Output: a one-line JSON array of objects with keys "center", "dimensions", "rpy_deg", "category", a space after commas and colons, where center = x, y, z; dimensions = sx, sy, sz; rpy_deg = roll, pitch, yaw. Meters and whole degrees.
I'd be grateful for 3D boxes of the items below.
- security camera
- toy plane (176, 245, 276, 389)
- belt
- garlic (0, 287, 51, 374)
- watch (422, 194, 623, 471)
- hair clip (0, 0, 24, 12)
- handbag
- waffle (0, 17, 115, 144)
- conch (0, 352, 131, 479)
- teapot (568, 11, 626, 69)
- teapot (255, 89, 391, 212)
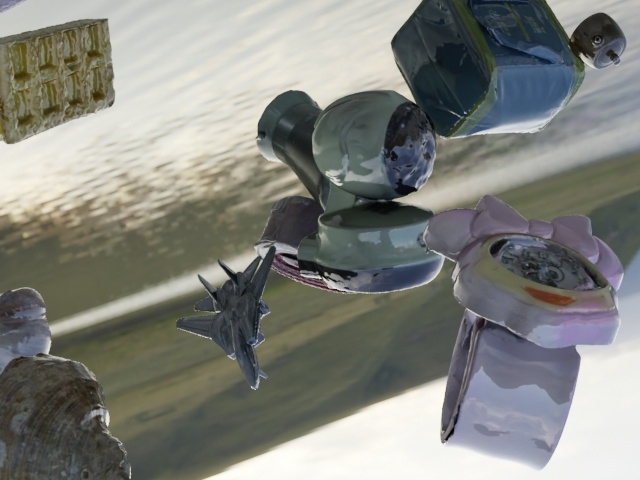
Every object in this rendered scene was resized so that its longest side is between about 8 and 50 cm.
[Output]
[{"center": [0.080, -0.079, 1.629], "dimensions": [0.191, 0.277, 0.197], "rpy_deg": [6, -164, 36], "category": "security camera"}, {"center": [-0.118, 0.142, 1.742], "dimensions": [0.212, 0.267, 0.088], "rpy_deg": [-38, 133, 12], "category": "toy plane"}, {"center": [0.000, 0.000, 1.909], "dimensions": [0.201, 0.124, 0.128], "rpy_deg": [17, 151, 7], "category": "belt"}, {"center": [-0.608, 0.174, 2.004], "dimensions": [0.257, 0.207, 0.207], "rpy_deg": [-10, -176, 39], "category": "garlic"}, {"center": [0.186, 0.100, 1.150], "dimensions": [0.211, 0.217, 0.248], "rpy_deg": [15, -154, 0], "category": "watch"}, {"center": [-0.503, -0.365, 1.593], "dimensions": [0.359, 0.095, 0.110], "rpy_deg": [-17, 174, 8], "category": "hair clip"}, {"center": [0.290, -0.312, 1.961], "dimensions": [0.241, 0.263, 0.222], "rpy_deg": [-12, 153, -35], "category": "handbag"}, {"center": [-0.456, -0.275, 1.904], "dimensions": [0.057, 0.168, 0.274], "rpy_deg": [12, -154, 29], "category": "waffle"}, {"center": [-0.353, 0.322, 1.455], "dimensions": [0.210, 0.297, 0.352], "rpy_deg": [-15, -147, -16], "category": "conch"}, {"center": [0.425, -0.289, 1.695], "dimensions": [0.076, 0.068, 0.121], "rpy_deg": [-43, 148, 14], "category": "teapot"}, {"center": [0.025, -0.149, 1.842], "dimensions": [0.203, 0.171, 0.225], "rpy_deg": [-22, -138, -34], "category": "teapot"}]
